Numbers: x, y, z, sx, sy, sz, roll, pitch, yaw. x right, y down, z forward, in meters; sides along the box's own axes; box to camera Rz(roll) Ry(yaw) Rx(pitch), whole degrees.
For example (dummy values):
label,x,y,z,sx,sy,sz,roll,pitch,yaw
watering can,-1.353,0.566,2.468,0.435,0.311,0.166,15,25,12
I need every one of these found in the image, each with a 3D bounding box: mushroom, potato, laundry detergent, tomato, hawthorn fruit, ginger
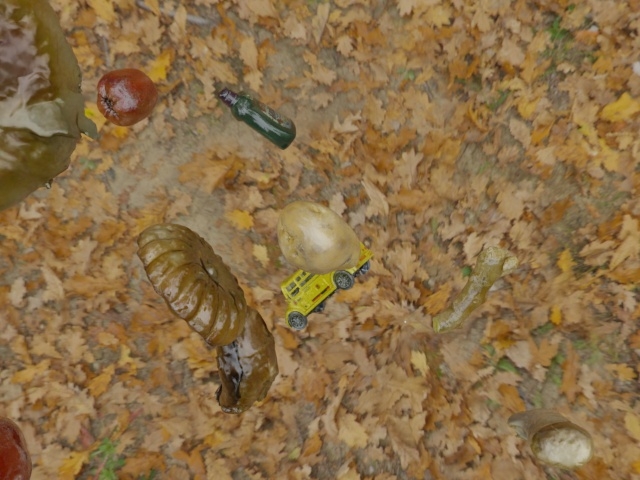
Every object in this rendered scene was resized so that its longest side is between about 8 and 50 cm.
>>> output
label,x,y,z,sx,sy,sz,roll,pitch,yaw
mushroom,0.461,0.392,1.267,0.123,0.351,0.094,3,80,8
potato,0.000,0.000,0.541,0.068,0.083,0.062,41,108,42
laundry detergent,-0.169,-0.324,1.593,0.222,0.144,0.078,29,114,-29
tomato,-0.490,0.304,0.885,0.139,0.091,0.159,-12,36,-28
hawthorn fruit,-0.452,-0.340,1.470,0.133,0.138,0.132,19,128,27
ginger,0.404,0.139,1.682,0.118,0.065,0.298,31,108,-21
ginger,-0.201,0.329,1.659,0.173,0.165,0.321,14,106,29

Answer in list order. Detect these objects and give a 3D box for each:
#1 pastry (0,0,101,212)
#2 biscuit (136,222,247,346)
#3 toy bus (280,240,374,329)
label,x,y,z,sx,sy,sz,roll,pitch,yaw
pastry,-0.326,-0.126,0.523,0.257,0.121,0.235,-14,120,-29
biscuit,-0.276,0.087,1.420,0.107,0.326,0.325,-38,79,5
toy bus,-0.002,0.120,1.839,0.152,0.144,0.330,48,123,3
